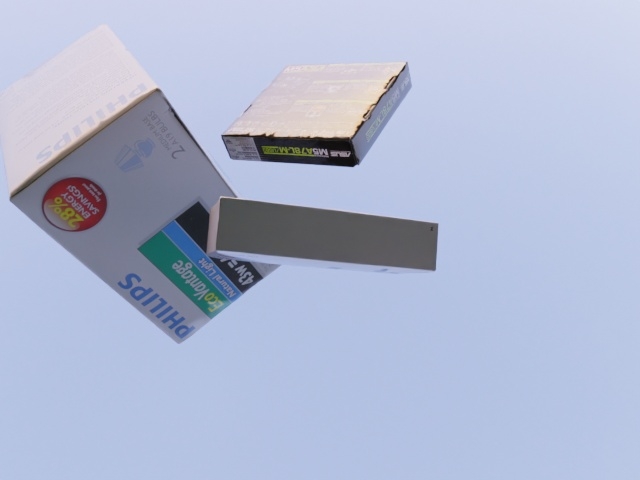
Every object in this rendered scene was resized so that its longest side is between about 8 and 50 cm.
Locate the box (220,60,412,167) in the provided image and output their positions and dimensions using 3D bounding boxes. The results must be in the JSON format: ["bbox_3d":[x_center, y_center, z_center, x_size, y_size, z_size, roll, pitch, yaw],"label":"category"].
[{"bbox_3d":[-0.003,-0.168,0.743,0.191,0.045,0.184,7,-136,29],"label":"box"}]

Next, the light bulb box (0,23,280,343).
[{"bbox_3d":[-0.284,-0.096,0.910,0.225,0.361,0.358,-38,-47,-4],"label":"light bulb box"}]

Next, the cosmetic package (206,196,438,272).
[{"bbox_3d":[0.000,0.000,0.638,0.239,0.099,0.060,6,-98,-16],"label":"cosmetic package"}]
